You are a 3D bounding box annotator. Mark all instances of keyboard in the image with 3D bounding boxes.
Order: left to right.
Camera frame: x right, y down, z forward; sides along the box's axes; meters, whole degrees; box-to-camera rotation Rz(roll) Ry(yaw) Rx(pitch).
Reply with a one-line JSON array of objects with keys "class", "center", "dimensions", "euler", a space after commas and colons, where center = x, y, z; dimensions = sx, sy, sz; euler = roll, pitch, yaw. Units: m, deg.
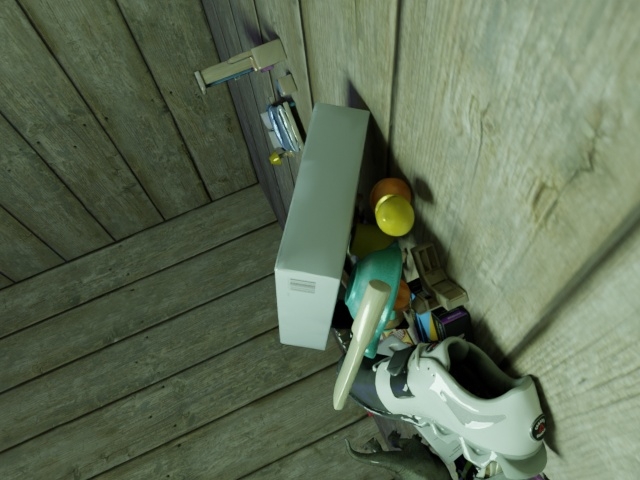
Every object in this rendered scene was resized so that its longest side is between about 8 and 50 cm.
[{"class": "keyboard", "center": [0.088, 0.165, 1.153], "dimensions": [0.038, 0.192, 0.100], "euler": [-68, 31, 28]}]

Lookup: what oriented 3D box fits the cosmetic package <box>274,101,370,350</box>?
[{"class": "cosmetic package", "center": [0.000, 0.000, 0.919], "dimensions": [0.377, 0.098, 0.284], "euler": [96, -177, -65]}]

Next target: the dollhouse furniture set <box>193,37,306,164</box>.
[{"class": "dollhouse furniture set", "center": [-0.160, -0.308, 1.349], "dimensions": [0.286, 0.198, 0.303], "euler": [-134, 21, -70]}]

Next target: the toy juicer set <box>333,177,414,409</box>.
[{"class": "toy juicer set", "center": [0.094, 0.048, 0.748], "dimensions": [0.328, 0.090, 0.209], "euler": [-78, 6, -46]}]

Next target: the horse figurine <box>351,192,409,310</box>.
[{"class": "horse figurine", "center": [0.110, 0.031, 1.016], "dimensions": [0.174, 0.066, 0.263], "euler": [100, 149, -64]}]

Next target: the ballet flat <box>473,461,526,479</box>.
[{"class": "ballet flat", "center": [0.297, 0.396, 0.888], "dimensions": [0.213, 0.072, 0.068], "euler": [90, -177, -70]}]

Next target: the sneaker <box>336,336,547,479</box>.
[{"class": "sneaker", "center": [0.156, 0.187, 0.759], "dimensions": [0.331, 0.123, 0.146], "euler": [12, 116, 42]}]

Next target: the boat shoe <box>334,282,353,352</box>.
[{"class": "boat shoe", "center": [0.080, 0.180, 1.544], "dimensions": [0.120, 0.123, 0.323], "euler": [74, 179, -75]}]

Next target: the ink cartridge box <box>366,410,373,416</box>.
[{"class": "ink cartridge box", "center": [0.181, 0.480, 1.720], "dimensions": [0.063, 0.109, 0.150], "euler": [-120, 10, -46]}]

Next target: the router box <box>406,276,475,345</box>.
[{"class": "router box", "center": [0.198, 0.160, 0.860], "dimensions": [0.133, 0.046, 0.178], "euler": [-130, 18, -62]}]

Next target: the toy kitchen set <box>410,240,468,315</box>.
[{"class": "toy kitchen set", "center": [0.154, 0.057, 0.770], "dimensions": [0.083, 0.068, 0.075], "euler": [-134, 21, -68]}]

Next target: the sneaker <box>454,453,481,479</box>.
[{"class": "sneaker", "center": [0.297, 0.508, 1.040], "dimensions": [0.084, 0.097, 0.234], "euler": [82, 162, -63]}]

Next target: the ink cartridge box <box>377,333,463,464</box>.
[{"class": "ink cartridge box", "center": [0.185, 0.294, 1.024], "dimensions": [0.208, 0.087, 0.153], "euler": [52, 175, -7]}]

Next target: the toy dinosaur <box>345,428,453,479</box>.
[{"class": "toy dinosaur", "center": [0.179, 0.418, 0.992], "dimensions": [0.313, 0.121, 0.160], "euler": [48, 161, -26]}]

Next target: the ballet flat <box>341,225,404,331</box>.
[{"class": "ballet flat", "center": [0.080, 0.048, 1.175], "dimensions": [0.342, 0.116, 0.124], "euler": [-123, 32, -48]}]

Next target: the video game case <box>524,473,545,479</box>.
[{"class": "video game case", "center": [0.355, 0.461, 0.702], "dimensions": [0.232, 0.042, 0.210], "euler": [-128, 16, -61]}]

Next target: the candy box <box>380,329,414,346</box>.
[{"class": "candy box", "center": [0.194, 0.275, 1.223], "dimensions": [0.186, 0.053, 0.109], "euler": [62, 171, 23]}]
